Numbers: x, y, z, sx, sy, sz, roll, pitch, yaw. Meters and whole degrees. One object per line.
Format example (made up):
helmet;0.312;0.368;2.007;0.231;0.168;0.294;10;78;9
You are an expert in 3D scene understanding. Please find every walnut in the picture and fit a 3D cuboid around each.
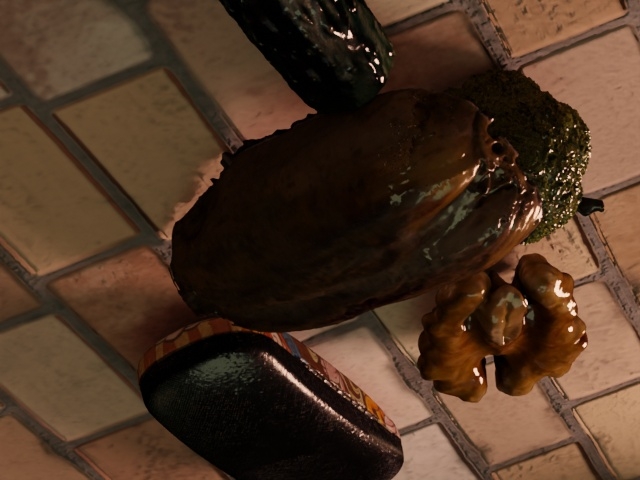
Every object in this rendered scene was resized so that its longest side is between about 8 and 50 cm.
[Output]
walnut;0.149;0.068;1.649;0.143;0.069;0.170;-7;144;-7

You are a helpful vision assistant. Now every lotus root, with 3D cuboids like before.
lotus root;-0.001;0.001;1.415;0.329;0.078;0.167;-27;111;42

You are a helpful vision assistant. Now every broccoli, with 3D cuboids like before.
broccoli;0.130;-0.058;1.434;0.131;0.130;0.120;-25;-177;-8

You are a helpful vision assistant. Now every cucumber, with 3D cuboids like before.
cucumber;-0.028;-0.158;1.271;0.078;0.062;0.211;-24;145;16

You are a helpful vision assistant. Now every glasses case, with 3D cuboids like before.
glasses case;-0.037;0.151;1.693;0.122;0.082;0.321;-24;146;18
